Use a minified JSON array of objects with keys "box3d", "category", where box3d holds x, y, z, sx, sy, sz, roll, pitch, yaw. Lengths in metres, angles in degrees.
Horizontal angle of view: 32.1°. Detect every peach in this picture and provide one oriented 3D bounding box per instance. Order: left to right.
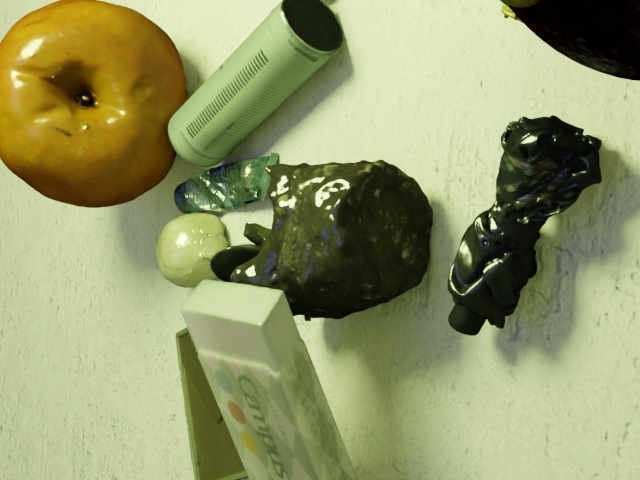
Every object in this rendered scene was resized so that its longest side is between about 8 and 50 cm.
[{"box3d":[-0.376,-0.220,1.823,0.301,0.342,0.343,-175,88,-78],"category":"peach"}]

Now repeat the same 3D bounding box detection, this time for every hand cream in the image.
[{"box3d":[-0.155,-0.082,1.738,0.248,0.052,0.075,-11,80,52],"category":"hand cream"}]

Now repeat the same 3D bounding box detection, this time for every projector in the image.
[{"box3d":[-0.103,-0.228,1.633,0.337,0.108,0.108,-37,60,45],"category":"projector"}]

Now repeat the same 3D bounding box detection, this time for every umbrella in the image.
[{"box3d":[0.210,-0.011,1.221,0.122,0.110,0.272,51,131,41],"category":"umbrella"}]

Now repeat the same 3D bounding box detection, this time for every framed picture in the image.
[{"box3d":[-0.163,0.249,1.757,0.192,0.018,0.265,-27,67,49],"category":"framed picture"}]

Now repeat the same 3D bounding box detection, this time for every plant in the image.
[{"box3d":[0.000,0.000,1.428,0.276,0.199,0.188,-16,69,47],"category":"plant"}]

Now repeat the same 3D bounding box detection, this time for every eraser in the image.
[{"box3d":[-0.046,0.245,1.403,0.213,0.082,0.397,4,121,50],"category":"eraser"}]

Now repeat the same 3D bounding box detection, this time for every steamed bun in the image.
[{"box3d":[-0.212,0.014,1.773,0.130,0.091,0.112,-37,58,46],"category":"steamed bun"}]

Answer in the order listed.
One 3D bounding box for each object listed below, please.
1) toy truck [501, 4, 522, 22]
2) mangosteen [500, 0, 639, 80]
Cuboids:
[{"box3d":[0.241,-0.256,1.228,0.083,0.054,0.049,42,120,46],"category":"toy truck"},{"box3d":[0.256,-0.324,0.901,0.382,0.435,0.382,-6,83,49],"category":"mangosteen"}]
